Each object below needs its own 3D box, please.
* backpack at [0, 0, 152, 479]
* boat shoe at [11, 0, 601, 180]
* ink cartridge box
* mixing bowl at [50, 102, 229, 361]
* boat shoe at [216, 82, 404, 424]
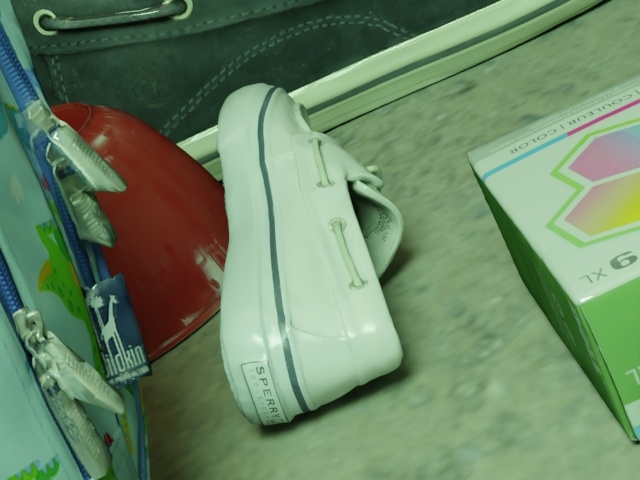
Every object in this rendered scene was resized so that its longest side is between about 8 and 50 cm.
[{"bbox_3d":[-0.207,0.017,0.592,0.290,0.356,0.273,-14,25,30],"label":"backpack"},{"bbox_3d":[0.041,-0.187,1.010,0.500,0.156,0.187,-27,26,-2],"label":"boat shoe"},{"bbox_3d":[0.134,0.004,0.631,0.109,0.062,0.209,-25,23,1],"label":"ink cartridge box"},{"bbox_3d":[-0.131,-0.005,0.890,0.181,0.098,0.181,-23,22,10],"label":"mixing bowl"},{"bbox_3d":[0.000,0.000,0.785,0.075,0.083,0.226,-12,36,5],"label":"boat shoe"}]
